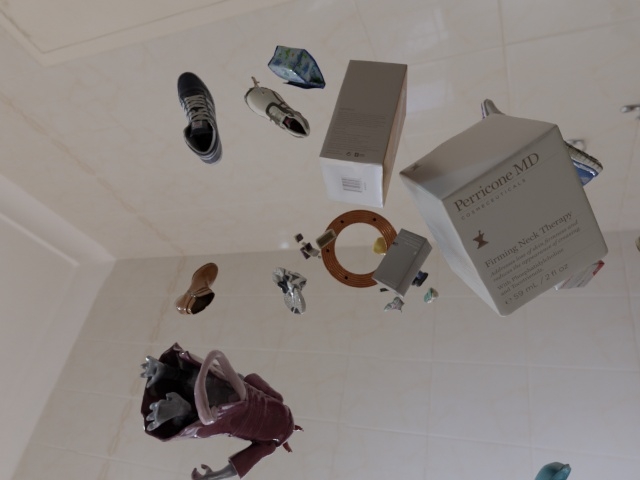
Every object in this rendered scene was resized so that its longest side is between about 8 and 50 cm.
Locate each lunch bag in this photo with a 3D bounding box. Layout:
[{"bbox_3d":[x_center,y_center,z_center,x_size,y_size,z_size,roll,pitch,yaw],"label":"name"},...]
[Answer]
[{"bbox_3d":[-0.069,-0.532,1.499,0.151,0.129,0.096,24,-87,-54],"label":"lunch bag"}]

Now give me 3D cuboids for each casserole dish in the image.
[{"bbox_3d":[0.530,0.600,1.134,0.114,0.037,0.188,13,-76,-41],"label":"casserole dish"}]

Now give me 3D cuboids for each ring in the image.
[{"bbox_3d":[0.169,0.035,2.023,0.032,0.337,0.336,96,173,-83],"label":"ring"}]

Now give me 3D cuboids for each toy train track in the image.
[{"bbox_3d":[-0.205,-0.517,1.590,0.083,0.014,0.048,50,-151,-55],"label":"toy train track"}]

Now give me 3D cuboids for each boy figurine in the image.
[{"bbox_3d":[0.353,0.091,2.122,0.285,0.177,0.092,38,-98,-18],"label":"boy figurine"}]

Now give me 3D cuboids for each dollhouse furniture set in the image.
[{"bbox_3d":[0.000,0.000,1.352,0.114,0.081,0.090,-37,-59,-15],"label":"dollhouse furniture set"}]

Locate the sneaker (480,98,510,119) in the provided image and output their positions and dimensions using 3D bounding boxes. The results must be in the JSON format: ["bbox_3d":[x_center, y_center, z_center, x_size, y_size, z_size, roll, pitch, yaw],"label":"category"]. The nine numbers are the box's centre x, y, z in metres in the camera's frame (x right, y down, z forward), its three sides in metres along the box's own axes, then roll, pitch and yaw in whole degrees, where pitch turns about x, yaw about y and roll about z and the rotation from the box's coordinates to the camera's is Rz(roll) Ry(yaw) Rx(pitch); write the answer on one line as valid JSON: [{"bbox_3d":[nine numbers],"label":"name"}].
[{"bbox_3d":[0.669,-0.372,1.633,0.305,0.152,0.114,54,-159,-2],"label":"sneaker"}]

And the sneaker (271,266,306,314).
[{"bbox_3d":[-0.094,0.211,2.016,0.153,0.235,0.094,5,-56,-49],"label":"sneaker"}]

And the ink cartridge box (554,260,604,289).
[{"bbox_3d":[0.919,0.093,1.762,0.176,0.127,0.128,0,-50,-32],"label":"ink cartridge box"}]

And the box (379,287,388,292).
[{"bbox_3d":[0.332,0.240,2.337,0.067,0.084,0.018,72,-171,-81],"label":"box"}]

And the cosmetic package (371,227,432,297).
[{"bbox_3d":[0.321,0.088,1.866,0.237,0.127,0.107,-58,-35,-9],"label":"cosmetic package"}]

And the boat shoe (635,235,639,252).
[{"bbox_3d":[1.247,0.075,1.690,0.132,0.130,0.355,46,-150,-16],"label":"boat shoe"}]

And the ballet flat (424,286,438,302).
[{"bbox_3d":[0.504,0.244,2.135,0.168,0.053,0.057,85,-176,-73],"label":"ballet flat"}]

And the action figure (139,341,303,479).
[{"bbox_3d":[-0.153,0.313,0.919,0.370,0.276,0.247,34,-142,-32],"label":"action figure"}]

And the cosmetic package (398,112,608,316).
[{"bbox_3d":[0.480,-0.082,1.299,0.393,0.330,0.327,55,-176,-22],"label":"cosmetic package"}]

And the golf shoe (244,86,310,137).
[{"bbox_3d":[-0.147,-0.467,1.732,0.273,0.105,0.120,27,-165,-24],"label":"golf shoe"}]

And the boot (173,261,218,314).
[{"bbox_3d":[-0.357,0.151,1.456,0.073,0.152,0.197,45,-115,-24],"label":"boot"}]

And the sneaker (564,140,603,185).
[{"bbox_3d":[0.894,-0.315,1.827,0.130,0.330,0.147,-29,-27,-56],"label":"sneaker"}]

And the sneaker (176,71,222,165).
[{"bbox_3d":[-0.353,-0.362,1.365,0.153,0.099,0.281,-139,33,-86],"label":"sneaker"}]

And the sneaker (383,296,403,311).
[{"bbox_3d":[0.343,0.309,2.180,0.069,0.098,0.038,43,-156,-5],"label":"sneaker"}]

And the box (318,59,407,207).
[{"bbox_3d":[0.130,-0.300,1.338,0.215,0.169,0.345,72,-149,-63],"label":"box"}]
